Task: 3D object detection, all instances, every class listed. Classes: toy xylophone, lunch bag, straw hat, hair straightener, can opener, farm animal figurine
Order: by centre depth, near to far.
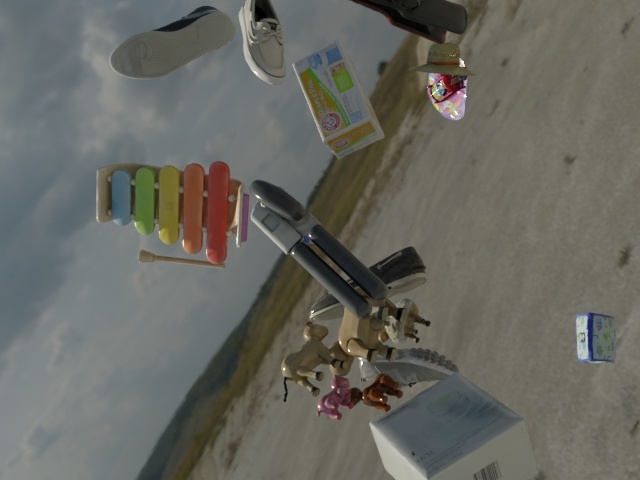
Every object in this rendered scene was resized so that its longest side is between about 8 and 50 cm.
[{"bbox_3d":[0.093,-0.301,0.882,0.089,0.230,0.047,-8,69,56],"label":"hair straightener"},{"bbox_3d":[-0.017,0.006,1.156,0.076,0.283,0.095,-47,-28,0],"label":"can opener"},{"bbox_3d":[-0.283,-0.046,1.458,0.081,0.323,0.236,-54,-37,-67],"label":"toy xylophone"},{"bbox_3d":[0.253,-0.377,1.514,0.144,0.144,0.061,-54,-30,-71],"label":"straw hat"},{"bbox_3d":[0.063,0.239,1.675,0.330,0.172,0.327,32,-98,-46],"label":"farm animal figurine"},{"bbox_3d":[0.731,0.261,1.958,0.151,0.096,0.129,20,-112,-61],"label":"lunch bag"}]

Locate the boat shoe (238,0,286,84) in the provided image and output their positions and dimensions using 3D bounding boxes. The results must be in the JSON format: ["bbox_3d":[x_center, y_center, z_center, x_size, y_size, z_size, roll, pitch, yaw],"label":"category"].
[{"bbox_3d":[-0.130,-0.497,1.777,0.088,0.096,0.267,-50,42,46],"label":"boat shoe"}]

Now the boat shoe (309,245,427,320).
[{"bbox_3d":[0.117,0.117,1.908,0.335,0.095,0.112,-23,-26,19],"label":"boat shoe"}]

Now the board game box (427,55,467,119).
[{"bbox_3d":[0.273,-0.350,1.659,0.033,0.133,0.168,-22,-48,-23],"label":"board game box"}]

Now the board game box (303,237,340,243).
[{"bbox_3d":[0.000,0.000,1.778,0.090,0.090,0.020,-162,77,-85],"label":"board game box"}]

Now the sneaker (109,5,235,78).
[{"bbox_3d":[-0.338,-0.457,1.701,0.296,0.104,0.147,-20,24,1],"label":"sneaker"}]

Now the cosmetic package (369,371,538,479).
[{"bbox_3d":[0.255,0.401,1.436,0.224,0.138,0.225,-26,23,-17],"label":"cosmetic package"}]

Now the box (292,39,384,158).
[{"bbox_3d":[0.038,-0.291,1.529,0.114,0.203,0.103,-26,-21,12],"label":"box"}]

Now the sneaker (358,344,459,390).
[{"bbox_3d":[0.240,0.359,2.024,0.105,0.281,0.115,-27,-57,-71],"label":"sneaker"}]
